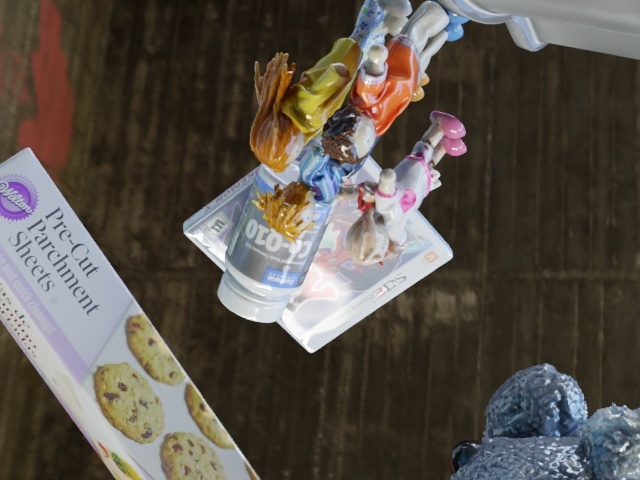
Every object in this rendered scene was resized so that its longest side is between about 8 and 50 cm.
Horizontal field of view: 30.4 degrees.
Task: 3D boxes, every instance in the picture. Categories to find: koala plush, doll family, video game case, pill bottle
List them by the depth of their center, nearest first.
[{"bbox_3d":[0.139,0.175,0.686,0.196,0.221,0.203,-43,-110,-12],"label":"koala plush"},{"bbox_3d":[0.017,-0.080,0.875,0.118,0.263,0.163,32,-108,21],"label":"doll family"},{"bbox_3d":[-0.041,0.001,1.071,0.078,0.078,0.137,33,-66,23],"label":"pill bottle"},{"bbox_3d":[0.000,0.000,1.150,0.183,0.201,0.023,-36,-150,15],"label":"video game case"}]

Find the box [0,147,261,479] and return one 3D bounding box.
[{"bbox_3d":[-0.125,0.096,0.753,0.067,0.063,0.324,-37,-81,-28],"label":"box"}]

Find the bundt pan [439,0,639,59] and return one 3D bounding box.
[{"bbox_3d":[0.164,-0.204,0.386,0.124,0.331,0.331,30,-101,35],"label":"bundt pan"}]
